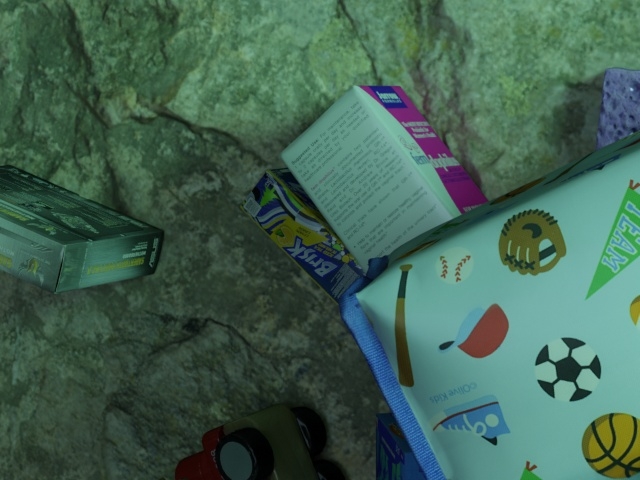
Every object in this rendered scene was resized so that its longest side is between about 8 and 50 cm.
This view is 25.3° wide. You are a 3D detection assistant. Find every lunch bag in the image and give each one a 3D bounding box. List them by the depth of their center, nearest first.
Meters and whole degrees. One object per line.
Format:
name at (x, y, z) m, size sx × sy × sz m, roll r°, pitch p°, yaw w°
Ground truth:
lunch bag at (0.245, 0.133, 1.098) m, size 0.328 × 0.239 × 0.385 m, roll -25°, pitch 94°, yaw 15°

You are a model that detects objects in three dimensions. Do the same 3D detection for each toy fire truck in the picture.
toy fire truck at (-0.104, 0.311, 1.507) m, size 0.246 × 0.158 × 0.217 m, roll -25°, pitch 85°, yaw 39°

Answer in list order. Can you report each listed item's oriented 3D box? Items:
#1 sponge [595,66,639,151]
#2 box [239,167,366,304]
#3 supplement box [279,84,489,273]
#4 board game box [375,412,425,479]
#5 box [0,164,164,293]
sponge at (0.353, -0.090, 1.277) m, size 0.210 × 0.031 × 0.117 m, roll 9°, pitch 101°, yaw 25°
box at (0.000, 0.000, 1.455) m, size 0.169 × 0.059 × 0.054 m, roll 45°, pitch 112°, yaw 16°
supplement box at (0.081, -0.034, 1.380) m, size 0.114 × 0.111 × 0.220 m, roll -43°, pitch 76°, yaw 24°
board game box at (0.088, 0.288, 1.389) m, size 0.047 × 0.160 × 0.210 m, roll -1°, pitch 96°, yaw -7°
box at (-0.315, -0.016, 1.548) m, size 0.231 × 0.183 × 0.056 m, roll 22°, pitch 105°, yaw 23°
